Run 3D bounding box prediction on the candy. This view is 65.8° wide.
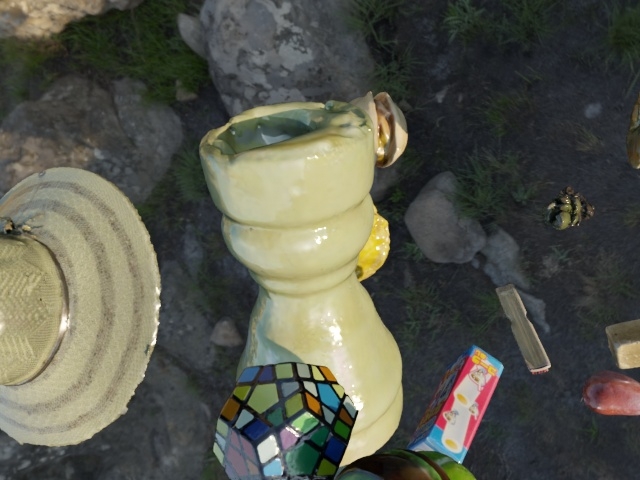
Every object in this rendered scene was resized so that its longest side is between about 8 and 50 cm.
[{"bbox_3d":[0.329,0.420,1.222,0.100,0.306,0.157,35,142,9],"label":"candy"}]

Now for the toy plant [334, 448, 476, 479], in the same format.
[{"bbox_3d":[0.079,0.216,0.396,0.093,0.162,0.092,-16,64,35],"label":"toy plant"}]

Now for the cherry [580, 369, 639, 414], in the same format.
[{"bbox_3d":[0.609,0.315,1.029,0.126,0.106,0.086,-11,98,23],"label":"cherry"}]

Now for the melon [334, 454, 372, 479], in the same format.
[{"bbox_3d":[0.055,0.411,0.847,0.098,0.098,0.130,52,137,22],"label":"melon"}]

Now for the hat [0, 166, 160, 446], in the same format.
[{"bbox_3d":[-0.259,0.054,0.389,0.252,0.110,0.251,-3,84,24],"label":"hat"}]

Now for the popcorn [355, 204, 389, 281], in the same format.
[{"bbox_3d":[0.016,-0.010,1.614,0.354,0.390,0.344,11,119,63],"label":"popcorn"}]

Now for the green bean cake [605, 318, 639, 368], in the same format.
[{"bbox_3d":[0.883,0.274,1.340,0.179,0.085,0.109,-19,121,20],"label":"green bean cake"}]

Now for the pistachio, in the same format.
[{"bbox_3d":[0.158,-0.329,1.490,0.318,0.194,0.213,-98,11,-50],"label":"pistachio"}]

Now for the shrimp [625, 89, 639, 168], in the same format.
[{"bbox_3d":[0.657,-0.269,0.976,0.059,0.145,0.254,19,109,24],"label":"shrimp"}]

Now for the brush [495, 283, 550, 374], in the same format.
[{"bbox_3d":[0.592,0.255,1.457,0.060,0.050,0.321,-20,37,14],"label":"brush"}]

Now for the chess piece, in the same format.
[{"bbox_3d":[-0.012,0.061,0.623,0.234,0.234,0.441,19,129,34],"label":"chess piece"}]

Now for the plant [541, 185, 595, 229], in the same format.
[{"bbox_3d":[0.478,-0.058,0.959,0.085,0.174,0.087,16,110,39],"label":"plant"}]

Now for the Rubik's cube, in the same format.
[{"bbox_3d":[-0.031,0.170,0.446,0.112,0.133,0.133,-45,68,19],"label":"Rubik's cube"}]
